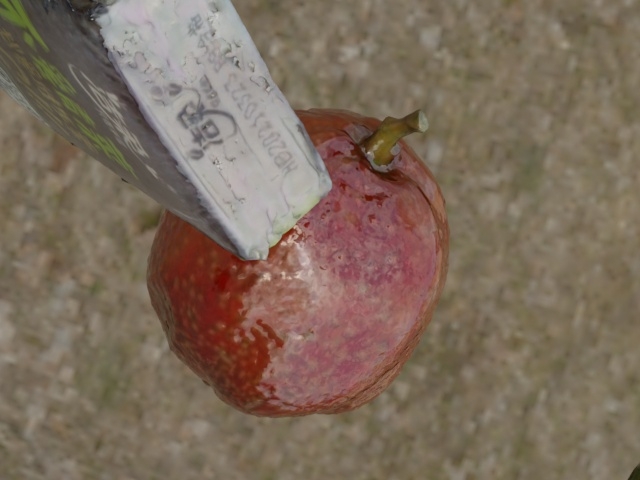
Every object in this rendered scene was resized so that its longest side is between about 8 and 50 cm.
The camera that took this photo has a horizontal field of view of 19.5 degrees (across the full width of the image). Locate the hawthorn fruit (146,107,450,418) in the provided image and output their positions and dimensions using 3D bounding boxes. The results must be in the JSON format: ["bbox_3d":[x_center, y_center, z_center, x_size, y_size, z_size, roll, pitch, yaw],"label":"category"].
[{"bbox_3d":[0.000,0.000,1.260,0.253,0.205,0.205,-53,159,26],"label":"hawthorn fruit"}]

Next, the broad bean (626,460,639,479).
[{"bbox_3d":[0.156,0.070,0.479,0.082,0.174,0.124,61,10,-17],"label":"broad bean"}]

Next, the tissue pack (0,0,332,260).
[{"bbox_3d":[-0.113,-0.101,0.911,0.073,0.235,0.173,-45,133,-14],"label":"tissue pack"}]
